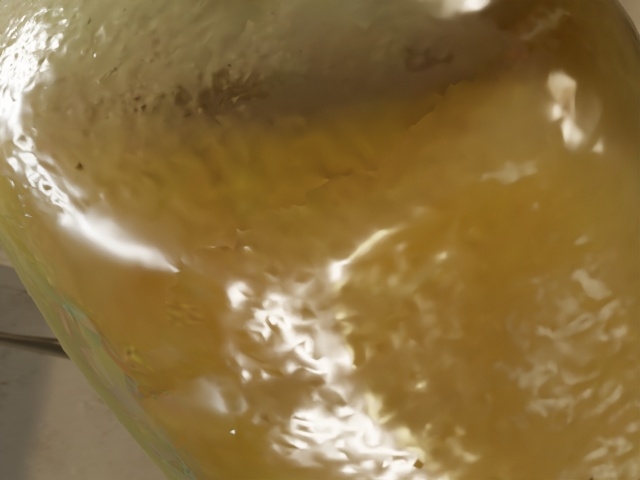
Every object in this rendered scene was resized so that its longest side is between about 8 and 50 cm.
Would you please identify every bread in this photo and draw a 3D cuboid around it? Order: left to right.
[{"bbox_3d":[0.000,0.000,0.716,0.348,0.376,0.253,25,-121,39],"label":"bread"}]
